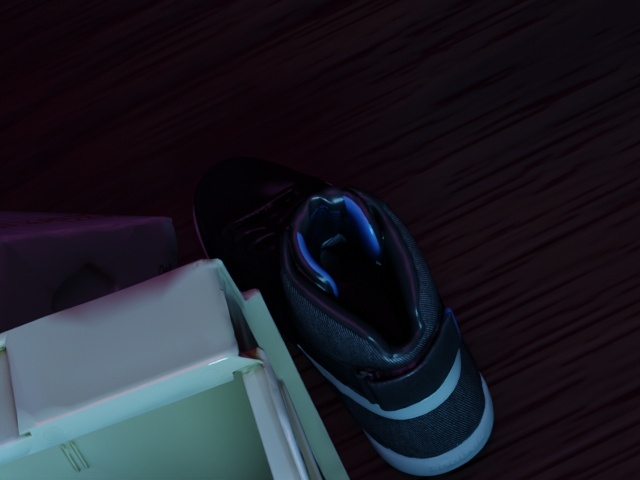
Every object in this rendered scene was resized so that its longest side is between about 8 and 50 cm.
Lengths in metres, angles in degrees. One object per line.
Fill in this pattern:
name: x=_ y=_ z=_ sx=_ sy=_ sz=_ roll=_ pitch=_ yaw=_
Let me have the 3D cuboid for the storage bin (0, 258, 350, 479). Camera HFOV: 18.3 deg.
storage bin: x=-0.102 y=0.162 z=0.731 sx=0.262 sy=0.260 sz=0.123 roll=-20 pitch=46 yaw=3

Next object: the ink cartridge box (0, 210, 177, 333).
ink cartridge box: x=-0.228 y=0.045 z=0.888 sx=0.278 sy=0.201 sz=0.117 roll=2 pitch=94 yaw=20

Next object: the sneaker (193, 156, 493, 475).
sneaker: x=0.000 y=0.000 z=0.908 sx=0.079 sy=0.121 sz=0.217 roll=-35 pitch=51 yaw=-11
